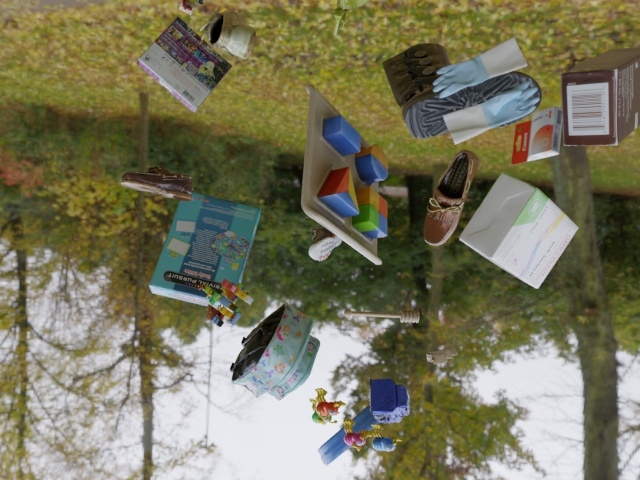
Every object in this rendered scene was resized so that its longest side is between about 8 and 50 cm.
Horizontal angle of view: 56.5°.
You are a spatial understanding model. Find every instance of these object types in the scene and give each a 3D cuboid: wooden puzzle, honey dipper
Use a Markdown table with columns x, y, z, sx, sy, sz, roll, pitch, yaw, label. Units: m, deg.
| x | y | z | sx | sy | sz | roll | pitch | yaw | label |
| --- | --- | --- | --- | --- | --- | --- | --- | --- | --- |
| 0.074 | -0.152 | 1.376 | 0.081 | 0.347 | 0.322 | -16 | 151 | 28 | wooden puzzle |
| 0.130 | 0.160 | 1.277 | 0.161 | 0.030 | 0.030 | 2 | -176 | -2 | honey dipper |

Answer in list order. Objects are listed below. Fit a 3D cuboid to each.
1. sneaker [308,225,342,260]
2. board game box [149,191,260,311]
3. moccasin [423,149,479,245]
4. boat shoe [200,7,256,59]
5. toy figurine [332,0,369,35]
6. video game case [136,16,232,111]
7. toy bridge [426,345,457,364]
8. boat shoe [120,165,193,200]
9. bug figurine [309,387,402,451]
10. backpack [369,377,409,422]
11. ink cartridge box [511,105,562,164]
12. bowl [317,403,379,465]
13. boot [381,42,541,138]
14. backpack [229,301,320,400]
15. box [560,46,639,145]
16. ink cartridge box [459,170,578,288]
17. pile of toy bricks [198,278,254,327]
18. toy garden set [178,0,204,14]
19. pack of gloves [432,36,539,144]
| x | y | z | sx | sy | sz | roll | pitch | yaw | label |
| --- | --- | --- | --- | --- | --- | --- | --- | --- | --- |
| 0.000 | 0.000 | 1.409 | 0.065 | 0.061 | 0.158 | 23 | -155 | 18 | sneaker |
| -0.352 | 0.029 | 1.852 | 0.254 | 0.336 | 0.079 | 14 | 155 | -1 | board game box |
| 0.487 | -0.159 | 2.245 | 0.139 | 0.380 | 0.147 | 32 | -165 | 22 | moccasin |
| -0.249 | -0.542 | 1.528 | 0.089 | 0.104 | 0.285 | 12 | -162 | -31 | boat shoe |
| 0.143 | -0.543 | 1.056 | 0.217 | 0.191 | 0.362 | 8 | 142 | 6 | toy figurine |
| -0.435 | -0.568 | 1.924 | 0.232 | 0.210 | 0.042 | 40 | 158 | -18 | video game case |
| 0.308 | 0.298 | 1.541 | 0.063 | 0.026 | 0.188 | -12 | 172 | 21 | toy bridge |
| -0.410 | -0.152 | 1.506 | 0.073 | 0.073 | 0.207 | 1 | 174 | 35 | boat shoe |
| 0.075 | 0.512 | 1.642 | 0.279 | 0.072 | 0.216 | 34 | 153 | -9 | bug figurine |
| 0.177 | 0.417 | 1.518 | 0.101 | 0.098 | 0.120 | -1 | 147 | 14 | backpack |
| 0.650 | -0.319 | 1.821 | 0.045 | 0.145 | 0.179 | 17 | 167 | -31 | ink cartridge box |
| 0.149 | 0.762 | 2.429 | 0.077 | 0.391 | 0.391 | 50 | -161 | 15 | bowl |
| 0.385 | -0.460 | 1.723 | 0.367 | 0.146 | 0.445 | -8 | -150 | 3 | boot |
| -0.112 | 0.299 | 1.613 | 0.191 | 0.225 | 0.253 | 29 | 137 | -6 | backpack |
| 0.771 | -0.385 | 1.571 | 0.143 | 0.191 | 0.381 | 7 | -153 | 40 | box |
| 0.541 | -0.009 | 1.562 | 0.353 | 0.207 | 0.119 | 25 | -171 | -44 | ink cartridge box |
| -0.250 | 0.140 | 1.465 | 0.105 | 0.118 | 0.212 | 38 | 170 | -15 | pile of toy bricks |
| -0.261 | -0.595 | 1.342 | 0.049 | 0.203 | 0.244 | 23 | -152 | -21 | toy garden set |
| 0.398 | -0.368 | 1.440 | 0.232 | 0.195 | 0.046 | -22 | 170 | 10 | pack of gloves |
